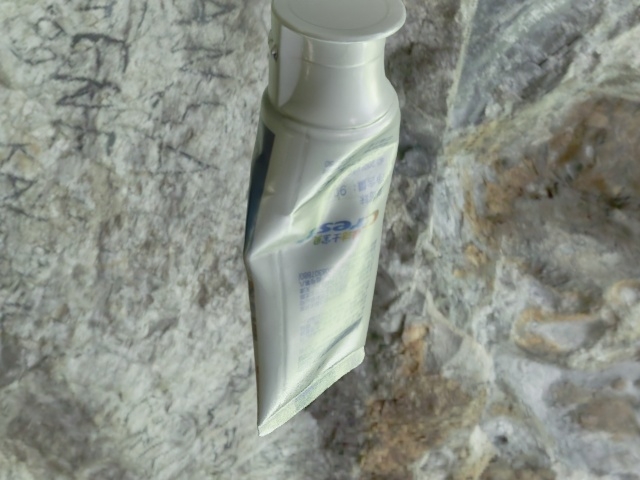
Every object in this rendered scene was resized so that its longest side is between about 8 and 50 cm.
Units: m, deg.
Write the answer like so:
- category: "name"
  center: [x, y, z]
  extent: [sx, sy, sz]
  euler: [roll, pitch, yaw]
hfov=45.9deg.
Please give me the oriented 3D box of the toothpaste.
- category: "toothpaste"
  center: [0.000, 0.000, 0.402]
  extent: [0.061, 0.096, 0.266]
  euler: [36, -40, 32]
